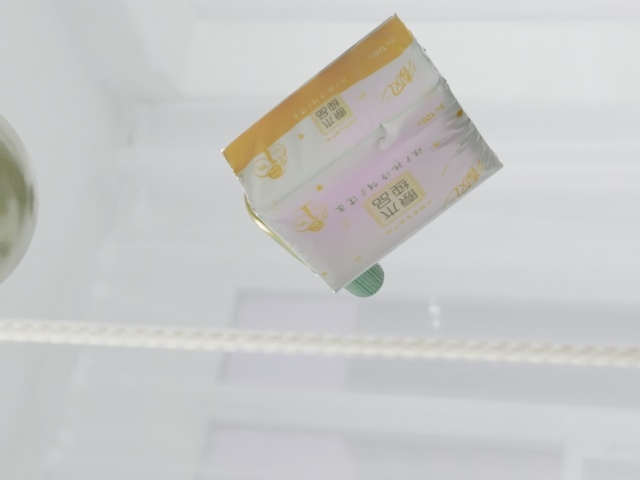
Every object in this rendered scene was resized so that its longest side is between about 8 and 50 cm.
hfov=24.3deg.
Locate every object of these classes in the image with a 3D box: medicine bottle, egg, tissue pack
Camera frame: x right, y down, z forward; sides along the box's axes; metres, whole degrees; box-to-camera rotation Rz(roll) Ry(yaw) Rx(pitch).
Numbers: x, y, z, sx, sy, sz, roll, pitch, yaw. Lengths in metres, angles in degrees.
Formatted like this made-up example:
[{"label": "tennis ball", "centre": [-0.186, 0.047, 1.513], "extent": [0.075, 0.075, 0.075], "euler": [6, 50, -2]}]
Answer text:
[{"label": "medicine bottle", "centre": [0.000, 0.000, 1.828], "extent": [0.111, 0.076, 0.309], "euler": [60, -172, 31]}, {"label": "egg", "centre": [-0.337, -0.042, 1.254], "extent": [0.253, 0.189, 0.188], "euler": [83, -167, -70]}, {"label": "tissue pack", "centre": [0.044, -0.084, 1.506], "extent": [0.124, 0.225, 0.185], "euler": [57, -174, 36]}]
